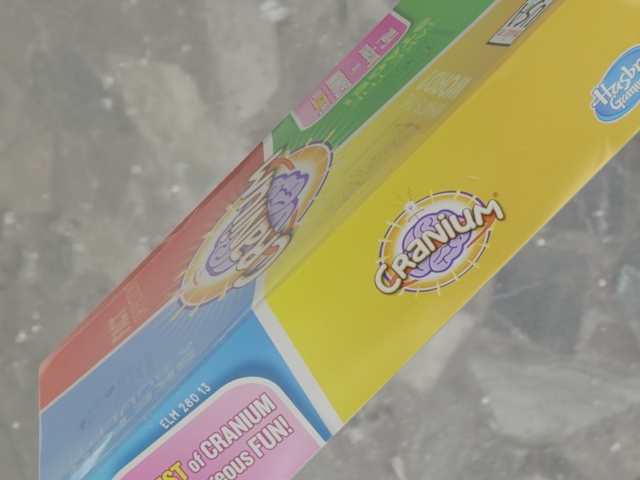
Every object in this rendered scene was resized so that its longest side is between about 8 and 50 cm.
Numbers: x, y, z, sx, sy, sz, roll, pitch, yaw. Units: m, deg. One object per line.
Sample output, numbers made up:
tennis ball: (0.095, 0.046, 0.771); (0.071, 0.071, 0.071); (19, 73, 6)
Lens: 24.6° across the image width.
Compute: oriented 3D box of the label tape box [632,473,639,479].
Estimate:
label tape box: (0.170, 0.050, 0.295); (0.115, 0.348, 0.249); (37, 120, -7)

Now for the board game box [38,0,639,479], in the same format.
board game box: (0.000, 0.000, 0.689); (0.316, 0.242, 0.064); (-45, 105, -1)
